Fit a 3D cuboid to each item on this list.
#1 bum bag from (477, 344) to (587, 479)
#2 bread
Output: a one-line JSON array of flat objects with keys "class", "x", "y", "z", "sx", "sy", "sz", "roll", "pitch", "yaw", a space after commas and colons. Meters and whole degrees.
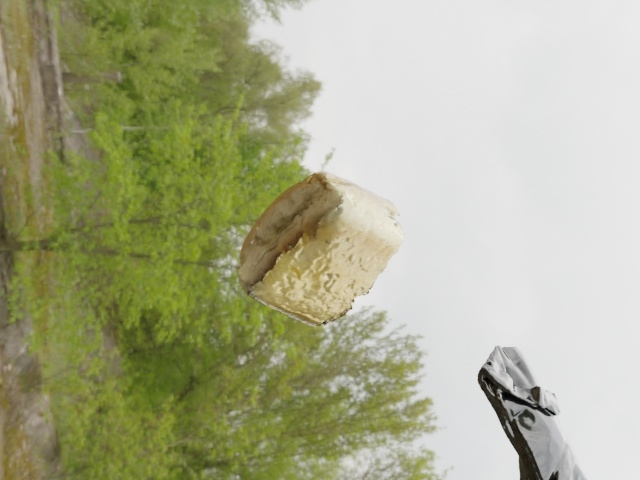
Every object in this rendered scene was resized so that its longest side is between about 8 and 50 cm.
[{"class": "bum bag", "x": 0.288, "y": 0.260, "z": 0.796, "sx": 0.060, "sy": 0.123, "sz": 0.248, "roll": -20, "pitch": -89, "yaw": 48}, {"class": "bread", "x": -0.001, "y": 0.001, "z": 0.499, "sx": 0.125, "sy": 0.106, "sz": 0.082, "roll": -45, "pitch": -141, "yaw": 15}]
